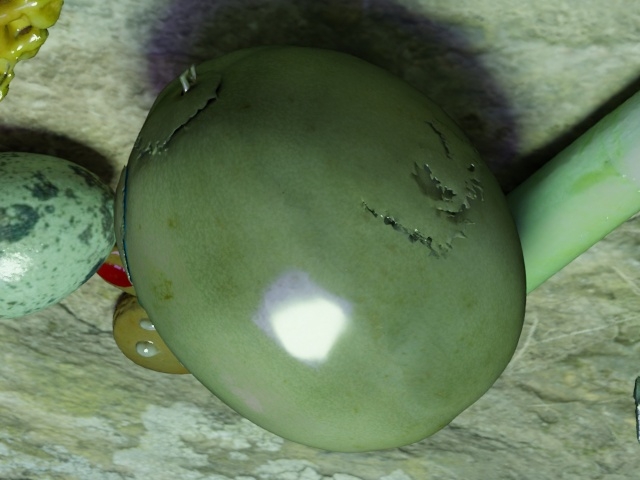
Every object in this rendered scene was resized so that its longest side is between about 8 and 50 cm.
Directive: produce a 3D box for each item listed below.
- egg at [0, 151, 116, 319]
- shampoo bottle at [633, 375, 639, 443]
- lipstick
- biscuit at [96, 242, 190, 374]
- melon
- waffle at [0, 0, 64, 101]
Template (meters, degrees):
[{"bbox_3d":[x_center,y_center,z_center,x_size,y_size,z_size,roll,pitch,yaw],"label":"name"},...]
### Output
[{"bbox_3d":[-0.241,-0.006,1.562,0.172,0.132,0.132,-13,138,7],"label":"egg"},{"bbox_3d":[0.416,0.131,1.632,0.310,0.098,0.071,0,145,12],"label":"shampoo bottle"},{"bbox_3d":[0.188,-0.027,1.500,0.076,0.076,0.304,26,137,-21],"label":"lipstick"},{"bbox_3d":[-0.094,0.032,1.651,0.197,0.049,0.301,22,141,-12],"label":"biscuit"},{"bbox_3d":[0.000,0.000,1.413,0.268,0.268,0.330,-25,116,35],"label":"melon"},{"bbox_3d":[-0.307,-0.201,1.395,0.291,0.051,0.291,4,143,3],"label":"waffle"}]
